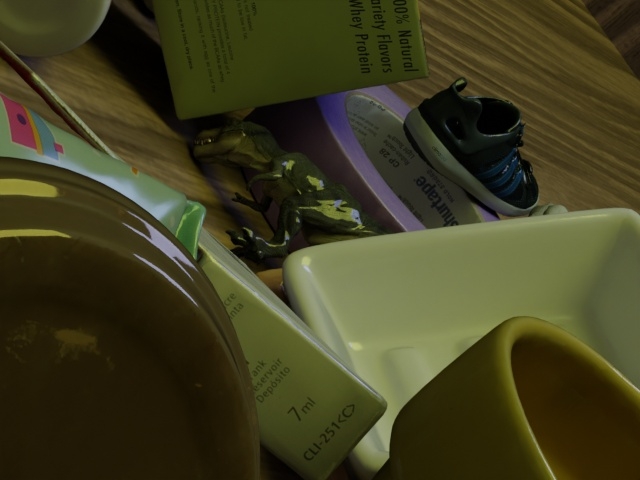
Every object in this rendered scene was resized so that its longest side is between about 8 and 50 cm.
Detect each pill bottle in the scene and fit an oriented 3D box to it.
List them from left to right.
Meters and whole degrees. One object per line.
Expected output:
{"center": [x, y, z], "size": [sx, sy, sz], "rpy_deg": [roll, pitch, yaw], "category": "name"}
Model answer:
{"center": [-0.194, -0.215, 1.333], "size": [0.108, 0.108, 0.193], "rpy_deg": [43, 20, -18], "category": "pill bottle"}

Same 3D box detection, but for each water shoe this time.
{"center": [0.157, -0.080, 1.622], "size": [0.203, 0.080, 0.073], "rpy_deg": [23, 33, -53], "category": "water shoe"}

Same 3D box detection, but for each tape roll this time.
{"center": [0.055, -0.028, 1.560], "size": [0.275, 0.090, 0.275], "rpy_deg": [43, 19, -19], "category": "tape roll"}

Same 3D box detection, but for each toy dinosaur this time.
{"center": [0.000, 0.000, 1.376], "size": [0.268, 0.064, 0.118], "rpy_deg": [35, 52, 8], "category": "toy dinosaur"}

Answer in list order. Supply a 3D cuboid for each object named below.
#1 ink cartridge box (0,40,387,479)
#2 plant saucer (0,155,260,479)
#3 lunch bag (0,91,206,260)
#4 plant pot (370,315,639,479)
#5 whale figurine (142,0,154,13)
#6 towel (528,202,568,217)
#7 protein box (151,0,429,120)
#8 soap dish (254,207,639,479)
{"center": [-0.111, -0.007, 1.036], "size": [0.261, 0.066, 0.296], "rpy_deg": [43, -2, -22], "category": "ink cartridge box"}
{"center": [-0.126, 0.108, 0.676], "size": [0.041, 0.278, 0.278], "rpy_deg": [15, -13, 48], "category": "plant saucer"}
{"center": [-0.178, 0.071, 0.750], "size": [0.223, 0.160, 0.262], "rpy_deg": [31, 60, -44], "category": "lunch bag"}
{"center": [0.090, 0.208, 0.967], "size": [0.254, 0.239, 0.254], "rpy_deg": [43, 20, -20], "category": "plant pot"}
{"center": [-0.133, -0.297, 1.592], "size": [0.272, 0.141, 0.216], "rpy_deg": [12, 81, -28], "category": "whale figurine"}
{"center": [0.230, 0.150, 1.492], "size": [0.312, 0.056, 0.324], "rpy_deg": [57, 30, -15], "category": "towel"}
{"center": [-0.031, -0.223, 1.441], "size": [0.136, 0.201, 0.200], "rpy_deg": [-92, 172, -67], "category": "protein box"}
{"center": [0.119, 0.096, 1.236], "size": [0.290, 0.118, 0.229], "rpy_deg": [-8, 44, -13], "category": "soap dish"}
